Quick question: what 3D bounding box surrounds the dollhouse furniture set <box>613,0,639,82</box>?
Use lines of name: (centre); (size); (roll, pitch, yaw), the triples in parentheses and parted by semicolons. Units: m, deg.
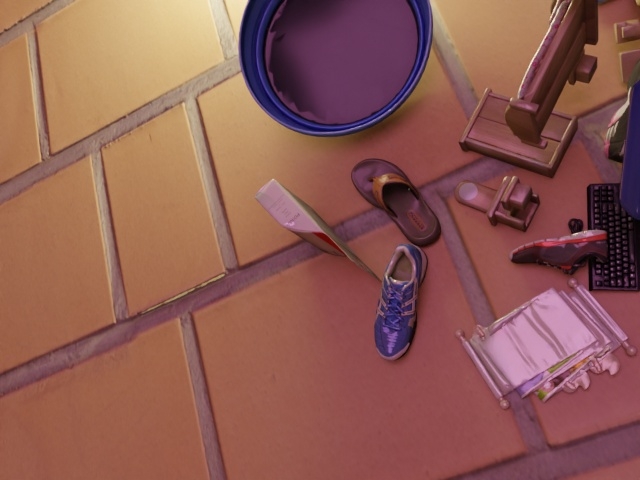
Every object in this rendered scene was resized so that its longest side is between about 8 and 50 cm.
dollhouse furniture set: (0.582, -0.366, 1.065); (0.144, 0.123, 0.151); (-7, 106, 22)

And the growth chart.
growth chart: (0.358, 0.170, 0.995); (0.237, 0.021, 0.172); (-30, 65, 12)

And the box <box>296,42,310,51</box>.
box: (-0.037, -0.512, 1.361); (0.100, 0.060, 0.244); (-28, 65, 13)

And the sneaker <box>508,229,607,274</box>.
sneaker: (0.383, 0.027, 1.001); (0.158, 0.061, 0.064); (-15, 82, 37)

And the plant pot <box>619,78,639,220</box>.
plant pot: (0.549, -0.127, 0.862); (0.212, 0.236, 0.236); (8, 102, 34)

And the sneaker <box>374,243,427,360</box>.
sneaker: (0.130, 0.103, 1.082); (0.080, 0.081, 0.211); (6, 78, 23)

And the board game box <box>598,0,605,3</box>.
board game box: (0.514, -0.538, 1.139); (0.160, 0.039, 0.211); (-18, 64, 17)

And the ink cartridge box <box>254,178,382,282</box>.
ink cartridge box: (0.000, 0.000, 1.115); (0.056, 0.181, 0.224); (-44, 64, 6)

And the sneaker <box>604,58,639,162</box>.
sneaker: (0.536, -0.208, 1.013); (0.077, 0.072, 0.178); (21, 98, -5)

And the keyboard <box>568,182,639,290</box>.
keyboard: (0.460, -0.007, 1.007); (0.108, 0.023, 0.180); (-1, 72, 23)

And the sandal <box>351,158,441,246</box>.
sandal: (0.136, -0.079, 1.148); (0.090, 0.060, 0.219); (-39, 63, 8)

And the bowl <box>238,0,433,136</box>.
bowl: (0.030, -0.397, 1.235); (0.391, 0.077, 0.391); (0, 89, 16)

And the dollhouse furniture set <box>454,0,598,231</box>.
dollhouse furniture set: (0.281, -0.218, 0.963); (0.174, 0.355, 0.303); (25, 85, 29)
